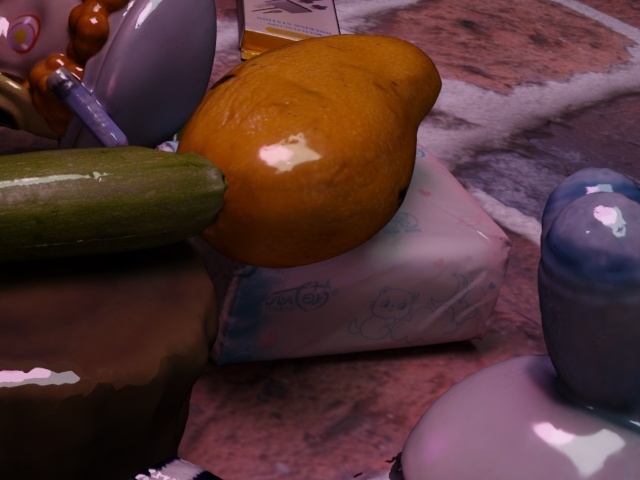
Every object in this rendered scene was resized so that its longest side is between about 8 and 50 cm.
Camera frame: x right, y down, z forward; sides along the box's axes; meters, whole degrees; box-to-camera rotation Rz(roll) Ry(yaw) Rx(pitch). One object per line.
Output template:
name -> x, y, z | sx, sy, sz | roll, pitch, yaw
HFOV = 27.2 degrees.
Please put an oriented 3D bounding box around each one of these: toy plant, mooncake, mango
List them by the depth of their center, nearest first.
toy plant -> 0.218, 0.073, 0.877 | 0.247, 0.332, 0.247 | 24, 14, -7
mooncake -> -0.215, 0.071, 0.877 | 0.290, 0.161, 0.290 | 11, 29, -6
mango -> -0.007, -0.074, 1.030 | 0.177, 0.120, 0.295 | 20, 32, 16

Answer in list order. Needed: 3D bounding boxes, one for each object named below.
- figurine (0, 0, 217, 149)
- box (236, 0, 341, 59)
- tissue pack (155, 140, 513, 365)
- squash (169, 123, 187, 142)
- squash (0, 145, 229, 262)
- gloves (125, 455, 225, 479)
figurine -> -0.269, -0.176, 1.205 | 0.381, 0.205, 0.225 | 11, 61, 24
box -> -0.040, -0.281, 1.676 | 0.129, 0.033, 0.247 | 10, 30, -12
tissue pack -> 0.001, 0.002, 1.140 | 0.271, 0.124, 0.201 | -2, 38, -30
squash -> -0.172, -0.150, 1.352 | 0.080, 0.071, 0.318 | -1, 40, -20
squash -> -0.165, -0.022, 0.825 | 0.238, 0.069, 0.069 | -6, 37, -31
gloves -> -0.057, 0.233, 0.744 | 0.219, 0.131, 0.140 | 55, 26, 12
